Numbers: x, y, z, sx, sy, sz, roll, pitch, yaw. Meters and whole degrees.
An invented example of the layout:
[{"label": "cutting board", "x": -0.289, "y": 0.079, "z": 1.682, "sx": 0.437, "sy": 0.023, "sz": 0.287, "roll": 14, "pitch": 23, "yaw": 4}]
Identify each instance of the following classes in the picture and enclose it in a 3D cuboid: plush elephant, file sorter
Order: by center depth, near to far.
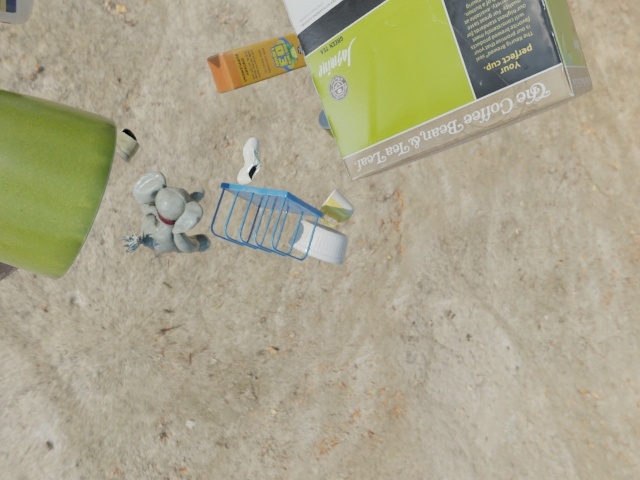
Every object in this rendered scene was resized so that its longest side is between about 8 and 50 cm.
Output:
[{"label": "file sorter", "x": -0.107, "y": -0.035, "z": 0.828, "sx": 0.118, "sy": 0.170, "sz": 0.105, "roll": 27, "pitch": 78, "yaw": -54}, {"label": "plush elephant", "x": -0.499, "y": -0.094, "z": 1.484, "sx": 0.272, "sy": 0.255, "sz": 0.330, "roll": 47, "pitch": 24, "yaw": 4}]

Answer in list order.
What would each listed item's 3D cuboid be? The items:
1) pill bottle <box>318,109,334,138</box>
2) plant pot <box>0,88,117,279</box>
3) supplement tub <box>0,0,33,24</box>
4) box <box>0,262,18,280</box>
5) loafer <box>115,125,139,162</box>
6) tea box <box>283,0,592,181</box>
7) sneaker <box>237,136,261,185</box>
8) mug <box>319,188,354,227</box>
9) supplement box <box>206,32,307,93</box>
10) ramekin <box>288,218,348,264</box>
[{"label": "pill bottle", "x": 0.045, "y": -0.328, "z": 1.246, "sx": 0.116, "sy": 0.065, "sz": 0.065, "roll": 27, "pitch": 60, "yaw": -63}, {"label": "plant pot", "x": -0.493, "y": -0.111, "z": 0.617, "sx": 0.293, "sy": 0.274, "sz": 0.275, "roll": 21, "pitch": 69, "yaw": -39}, {"label": "supplement tub", "x": -0.694, "y": -0.515, "z": 0.745, "sx": 0.316, "sy": 0.228, "sz": 0.229, "roll": -10, "pitch": 82, "yaw": -39}, {"label": "box", "x": -0.950, "y": 0.007, "z": 1.294, "sx": 0.103, "sy": 0.184, "sz": 0.261, "roll": 36, "pitch": 110, "yaw": -10}, {"label": "loafer", "x": -0.767, "y": -0.395, "z": 1.684, "sx": 0.092, "sy": 0.102, "sz": 0.268, "roll": -38, "pitch": 57, "yaw": -9}, {"label": "tea box", "x": 0.169, "y": -0.301, "z": 0.650, "sx": 0.220, "sy": 0.329, "sz": 0.324, "roll": -26, "pitch": 99, "yaw": -49}, {"label": "sneaker", "x": -0.276, "y": -0.330, "z": 1.803, "sx": 0.080, "sy": 0.094, "sz": 0.212, "roll": 19, "pitch": 77, "yaw": -39}, {"label": "mug", "x": 0.036, "y": -0.066, "z": 0.968, "sx": 0.064, "sy": 0.062, "sz": 0.078, "roll": 37, "pitch": 91, "yaw": -6}, {"label": "supplement box", "x": -0.123, "y": -0.395, "z": 0.954, "sx": 0.233, "sy": 0.080, "sz": 0.078, "roll": -33, "pitch": 118, "yaw": -31}, {"label": "ramekin", "x": 0.000, "y": 0.000, "z": 1.954, "sx": 0.272, "sy": 0.273, "sz": 0.127, "roll": 18, "pitch": 97, "yaw": -20}]
